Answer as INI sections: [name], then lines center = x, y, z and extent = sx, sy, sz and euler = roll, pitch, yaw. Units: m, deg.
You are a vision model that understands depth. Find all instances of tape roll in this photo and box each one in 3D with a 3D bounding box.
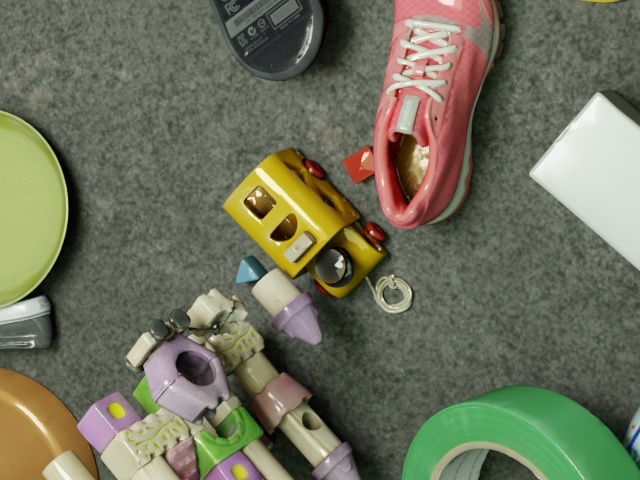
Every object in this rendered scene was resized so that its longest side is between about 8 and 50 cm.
[tape roll]
center = 0.217, 0.314, 1.635
extent = 0.321, 0.077, 0.321
euler = 21, 118, 46

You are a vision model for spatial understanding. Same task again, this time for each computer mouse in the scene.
[computer mouse]
center = -0.065, -0.299, 1.721
extent = 0.188, 0.072, 0.272
euler = -29, 77, 23

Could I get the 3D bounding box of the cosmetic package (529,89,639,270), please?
[cosmetic package]
center = 0.342, -0.040, 1.613
extent = 0.231, 0.085, 0.117
euler = 44, 109, 9

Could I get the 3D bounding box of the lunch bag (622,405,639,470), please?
[lunch bag]
center = 0.350, 0.237, 1.632
extent = 0.096, 0.129, 0.151
euler = 32, 107, 12

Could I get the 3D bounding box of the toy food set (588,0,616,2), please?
[toy food set]
center = 0.241, -0.312, 1.606
extent = 0.217, 0.071, 0.128
euler = 8, 102, 18

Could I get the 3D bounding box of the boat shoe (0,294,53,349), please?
[boat shoe]
center = -0.427, 0.122, 1.913
extent = 0.228, 0.080, 0.076
euler = -12, 94, 13

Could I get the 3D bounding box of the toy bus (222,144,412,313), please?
[toy bus]
center = -0.012, -0.005, 1.728
extent = 0.202, 0.104, 0.191
euler = 0, 100, 19

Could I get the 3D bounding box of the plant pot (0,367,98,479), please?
[plant pot]
center = -0.441, 0.315, 1.879
extent = 0.290, 0.203, 0.291
euler = 4, 101, 19

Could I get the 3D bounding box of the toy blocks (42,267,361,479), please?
[toy blocks]
center = -0.080, 0.226, 1.654
extent = 0.260, 0.288, 0.309
euler = 49, 131, 12

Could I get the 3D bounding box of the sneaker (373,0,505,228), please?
[sneaker]
center = 0.117, -0.156, 1.633
extent = 0.115, 0.136, 0.314
euler = 9, 106, 17

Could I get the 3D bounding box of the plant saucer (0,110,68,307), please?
[plant saucer]
center = -0.400, -0.037, 1.877
extent = 0.240, 0.037, 0.241
euler = 0, 90, 20
